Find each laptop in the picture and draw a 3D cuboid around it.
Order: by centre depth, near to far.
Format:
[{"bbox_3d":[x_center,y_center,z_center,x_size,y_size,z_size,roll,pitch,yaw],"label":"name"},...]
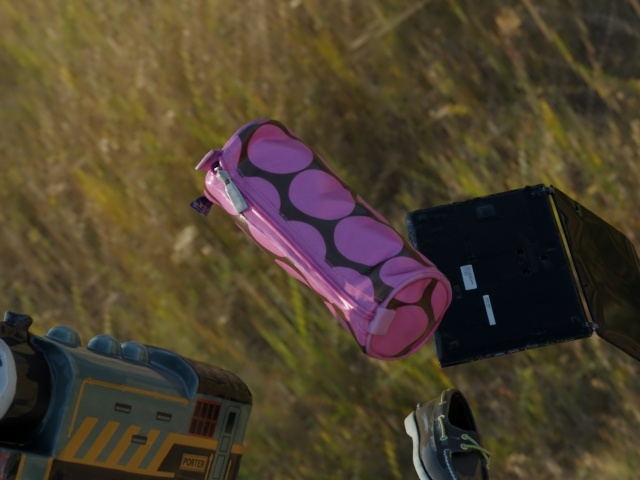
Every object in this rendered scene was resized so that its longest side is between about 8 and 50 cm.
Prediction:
[{"bbox_3d":[0.249,0.065,1.933,0.264,0.136,0.234,-12,46,1],"label":"laptop"}]

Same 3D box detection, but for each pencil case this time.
[{"bbox_3d":[0.000,0.000,1.295,0.209,0.098,0.095,41,102,25],"label":"pencil case"}]

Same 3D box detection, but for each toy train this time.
[{"bbox_3d":[-0.173,0.159,1.231,0.142,0.334,0.190,10,83,31],"label":"toy train"}]

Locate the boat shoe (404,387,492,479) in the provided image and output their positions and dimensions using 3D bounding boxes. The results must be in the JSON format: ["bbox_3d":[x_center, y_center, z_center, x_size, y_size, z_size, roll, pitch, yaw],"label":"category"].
[{"bbox_3d":[0.146,0.230,1.861,0.068,0.081,0.228,-43,21,10],"label":"boat shoe"}]
